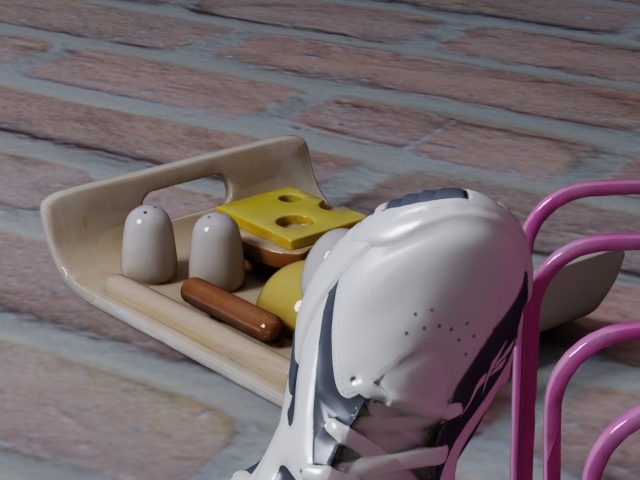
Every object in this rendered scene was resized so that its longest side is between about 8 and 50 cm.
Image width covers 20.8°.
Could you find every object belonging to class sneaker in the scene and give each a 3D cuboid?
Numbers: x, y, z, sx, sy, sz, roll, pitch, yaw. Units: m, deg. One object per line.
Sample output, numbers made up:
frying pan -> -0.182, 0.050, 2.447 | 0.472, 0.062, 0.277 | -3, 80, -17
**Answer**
sneaker -> 0.019, 0.106, 0.662 | 0.094, 0.235, 0.153 | 26, 26, -22

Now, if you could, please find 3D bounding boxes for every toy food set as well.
toy food set -> 0.000, 0.000, 1.082 | 0.220, 0.092, 0.306 | -17, 28, -37

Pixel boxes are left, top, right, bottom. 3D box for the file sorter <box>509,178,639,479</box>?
file sorter -> 0.174, 0.109, 0.659 | 0.182, 0.202, 0.290 | -1, 21, -1
